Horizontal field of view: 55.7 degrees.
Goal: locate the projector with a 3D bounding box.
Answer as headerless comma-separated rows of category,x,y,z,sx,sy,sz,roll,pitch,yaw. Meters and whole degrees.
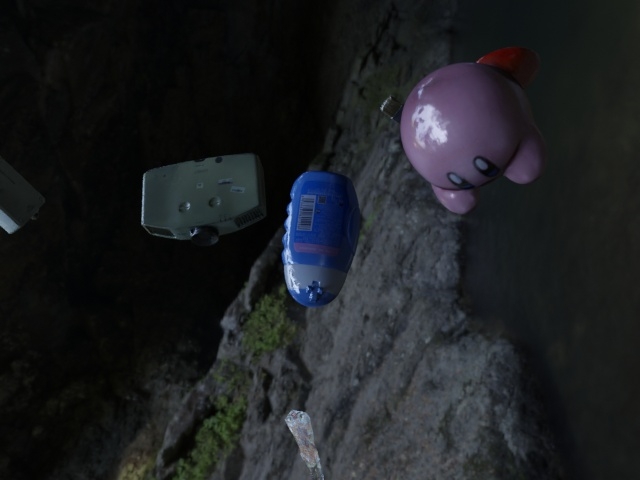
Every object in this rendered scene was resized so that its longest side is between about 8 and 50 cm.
projector,-0.257,-0.084,1.349,0.088,0.269,0.194,74,-172,-61

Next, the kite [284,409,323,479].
kite,-0.017,0.454,1.230,0.127,0.016,0.230,-35,72,63

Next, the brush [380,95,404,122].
brush,0.212,-0.286,1.443,0.043,0.169,0.014,-51,35,17

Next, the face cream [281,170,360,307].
face cream,0.000,0.000,1.184,0.083,0.148,0.264,108,170,-76

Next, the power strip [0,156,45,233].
power strip,-0.691,-0.169,1.158,0.367,0.043,0.106,51,-152,-25

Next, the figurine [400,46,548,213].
figurine,0.242,-0.209,1.048,0.269,0.211,0.262,-26,54,37
